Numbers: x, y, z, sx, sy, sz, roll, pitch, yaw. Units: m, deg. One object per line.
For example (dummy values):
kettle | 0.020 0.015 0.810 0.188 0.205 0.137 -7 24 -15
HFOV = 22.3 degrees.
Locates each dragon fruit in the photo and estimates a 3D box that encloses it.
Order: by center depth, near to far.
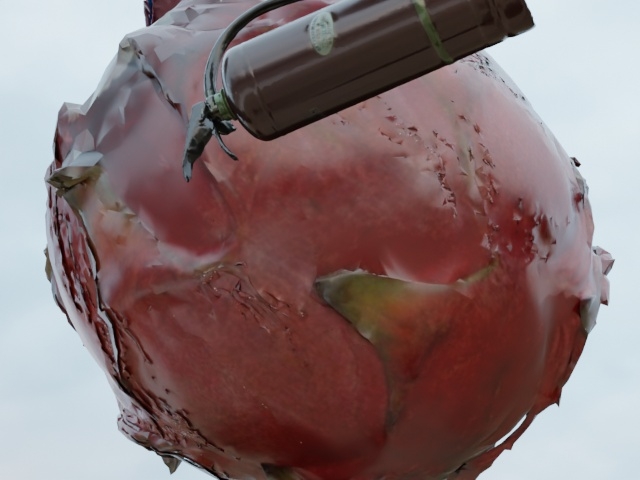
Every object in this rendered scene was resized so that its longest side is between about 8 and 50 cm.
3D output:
dragon fruit | 0.000 0.000 0.900 0.302 0.295 0.295 36 -35 1

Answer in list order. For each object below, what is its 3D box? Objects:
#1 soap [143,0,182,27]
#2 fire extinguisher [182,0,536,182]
soap | -0.044 -0.087 1.155 0.162 0.250 0.099 -24 13 15
fire extinguisher | 0.008 -0.083 0.687 0.157 0.078 0.045 -23 -40 10
